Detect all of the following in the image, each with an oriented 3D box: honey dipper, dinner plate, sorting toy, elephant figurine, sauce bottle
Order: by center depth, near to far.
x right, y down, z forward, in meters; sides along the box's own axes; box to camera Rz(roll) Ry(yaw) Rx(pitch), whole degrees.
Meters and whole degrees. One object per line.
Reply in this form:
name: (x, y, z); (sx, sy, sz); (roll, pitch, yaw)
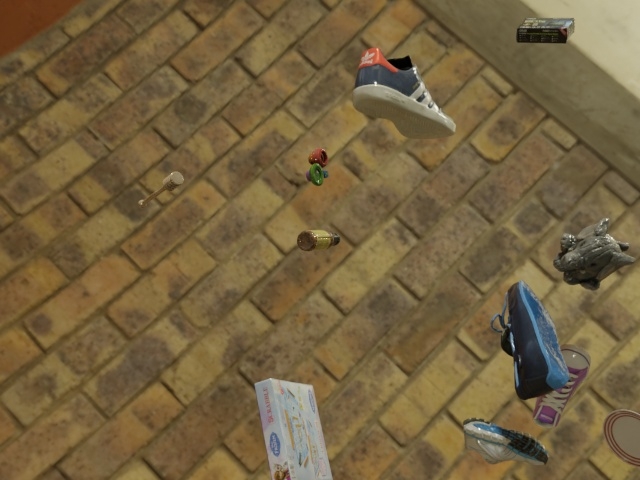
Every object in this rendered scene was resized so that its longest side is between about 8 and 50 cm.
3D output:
sauce bottle: (0.000, 0.000, 1.405); (0.042, 0.042, 0.128); (-50, -21, 18)
honey dipper: (-0.339, -0.101, 1.517); (0.160, 0.030, 0.030); (-26, 8, 46)
dinner plate: (0.708, 0.446, 1.635); (0.017, 0.141, 0.141); (-19, -26, -38)
sorting toy: (-0.013, -0.162, 1.637); (0.061, 0.042, 0.102); (53, -138, -40)
elephant figurine: (0.670, 0.033, 1.752); (0.186, 0.169, 0.239); (-64, -10, -10)

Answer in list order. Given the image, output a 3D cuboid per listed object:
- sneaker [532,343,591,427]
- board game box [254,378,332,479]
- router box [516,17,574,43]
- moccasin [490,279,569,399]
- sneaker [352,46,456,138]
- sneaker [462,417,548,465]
sneaker: (0.647, 0.410, 1.951); (0.161, 0.102, 0.282); (-55, -22, -39)
board game box: (-0.082, 0.606, 2.272); (0.066, 0.319, 0.318); (-20, -22, 18)
router box: (0.551, -0.515, 1.770); (0.092, 0.122, 0.038); (-48, -41, -48)
moccasin: (0.437, 0.205, 1.575); (0.117, 0.138, 0.342); (-40, 14, 24)
sneaker: (0.206, -0.337, 1.663); (0.131, 0.148, 0.350); (-5, -14, 37)
sneaker: (0.397, 0.452, 1.563); (0.071, 0.190, 0.083); (-20, -62, -50)
